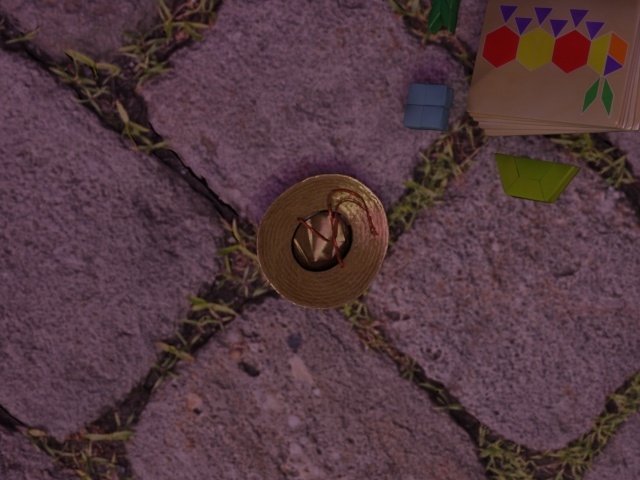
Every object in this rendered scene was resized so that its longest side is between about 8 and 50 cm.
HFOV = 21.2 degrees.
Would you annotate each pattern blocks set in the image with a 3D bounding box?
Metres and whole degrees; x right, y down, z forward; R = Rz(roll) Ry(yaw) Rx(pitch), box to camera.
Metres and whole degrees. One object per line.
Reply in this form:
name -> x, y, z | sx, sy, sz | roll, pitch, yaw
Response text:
pattern blocks set -> 0.235, -0.176, 1.662 | 0.325, 0.026, 0.285 | 19, 91, 35

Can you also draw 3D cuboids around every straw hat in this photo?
straw hat -> 0.000, 0.000, 1.798 | 0.144, 0.061, 0.144 | 0, 93, -9
